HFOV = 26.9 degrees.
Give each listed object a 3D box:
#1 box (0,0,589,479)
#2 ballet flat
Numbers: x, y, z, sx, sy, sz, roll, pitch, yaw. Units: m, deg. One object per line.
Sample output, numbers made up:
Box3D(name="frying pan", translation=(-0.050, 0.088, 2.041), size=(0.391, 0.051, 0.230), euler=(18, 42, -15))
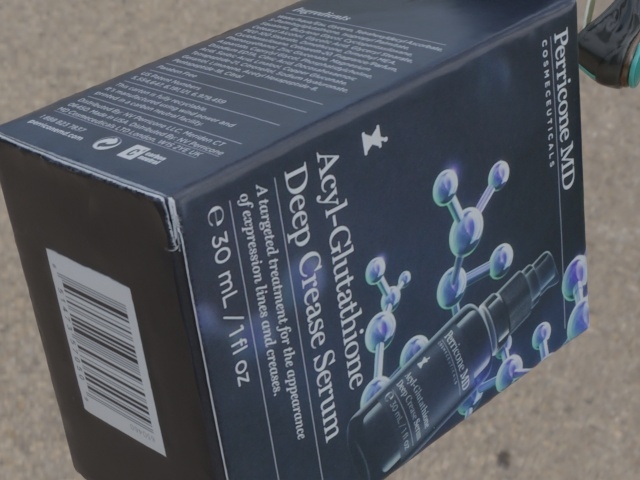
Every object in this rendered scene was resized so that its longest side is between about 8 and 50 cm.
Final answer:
Box3D(name="box", translation=(0.000, 0.000, 1.003), size=(0.395, 0.293, 0.212), euler=(-30, 34, -35))
Box3D(name="ballet flat", translation=(0.349, -0.285, 1.423), size=(0.096, 0.095, 0.280), euler=(26, 67, 24))
